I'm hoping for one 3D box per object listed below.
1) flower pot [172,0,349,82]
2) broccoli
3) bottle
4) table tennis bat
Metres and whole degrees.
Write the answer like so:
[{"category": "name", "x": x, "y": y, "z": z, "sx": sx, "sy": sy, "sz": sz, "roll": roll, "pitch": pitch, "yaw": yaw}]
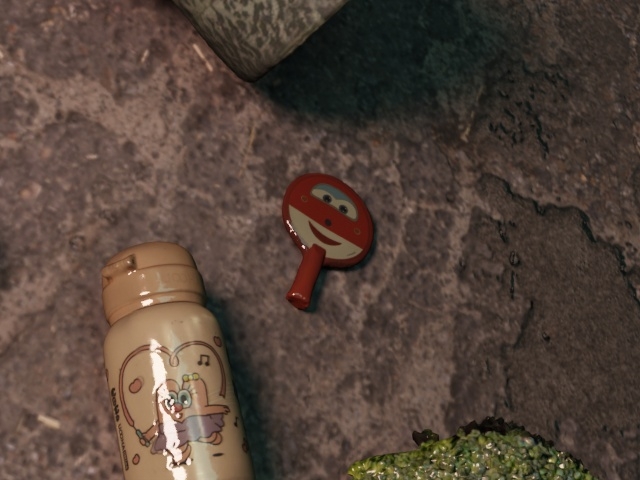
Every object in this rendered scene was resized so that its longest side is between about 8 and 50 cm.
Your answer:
[{"category": "flower pot", "x": -0.067, "y": -0.319, "z": 1.079, "sx": 0.283, "sy": 0.299, "sz": 0.299, "roll": 49, "pitch": 50, "yaw": -9}, {"category": "broccoli", "x": 0.129, "y": 0.242, "z": 0.982, "sx": 0.226, "sy": 0.176, "sz": 0.198, "roll": -15, "pitch": 91, "yaw": -47}, {"category": "bottle", "x": -0.113, "y": 0.105, "z": 0.954, "sx": 0.110, "sy": 0.097, "sz": 0.209, "roll": 27, "pitch": 45, "yaw": -59}, {"category": "table tennis bat", "x": 0.000, "y": 0.000, "z": 1.134, "sx": 0.098, "sy": 0.019, "sz": 0.154, "roll": 33, "pitch": 49, "yaw": -14}]
